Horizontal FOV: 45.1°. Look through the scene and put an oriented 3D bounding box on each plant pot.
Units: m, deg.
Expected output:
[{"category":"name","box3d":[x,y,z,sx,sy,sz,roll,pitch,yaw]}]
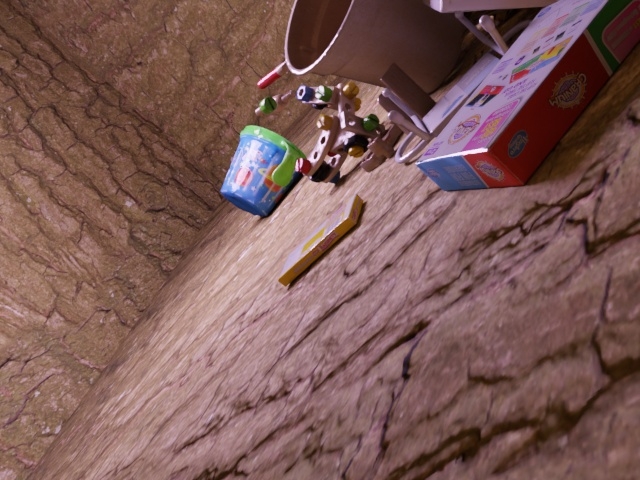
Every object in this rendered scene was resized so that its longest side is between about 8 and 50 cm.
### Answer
[{"category":"plant pot","box3d":[0.133,-0.469,1.691,0.334,0.305,0.334,-39,42,47]}]

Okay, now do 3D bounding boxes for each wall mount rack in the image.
[{"category":"wall mount rack","box3d":[0.223,-0.284,1.356,0.350,0.130,0.304,-46,15,15]}]

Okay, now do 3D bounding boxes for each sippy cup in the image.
[{"category":"sippy cup","box3d":[-0.190,-0.204,2.418,0.224,0.240,0.305,-61,-8,-13]}]

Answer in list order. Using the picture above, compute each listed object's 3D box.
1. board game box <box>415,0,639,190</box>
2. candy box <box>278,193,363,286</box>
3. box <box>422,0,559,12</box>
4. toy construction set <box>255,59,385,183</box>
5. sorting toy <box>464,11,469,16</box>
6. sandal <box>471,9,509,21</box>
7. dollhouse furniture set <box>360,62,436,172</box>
[{"category":"board game box","box3d":[0.286,-0.207,1.034,0.316,0.064,0.242,-50,12,-7]},{"category":"candy box","box3d":[0.000,0.000,1.501,0.206,0.027,0.105,-42,11,27]},{"category":"box","box3d":[0.315,-0.455,1.402,0.232,0.058,0.322,-2,21,2]},{"category":"toy construction set","box3d":[0.021,-0.303,1.790,0.237,0.309,0.257,-23,35,54]},{"category":"sorting toy","box3d":[0.260,-0.563,2.000,0.257,0.089,0.255,-44,-8,22]},{"category":"sandal","box3d":[0.392,-0.497,1.638,0.180,0.049,0.072,-4,49,53]},{"category":"dollhouse furniture set","box3d":[0.126,-0.255,1.620,0.144,0.123,0.151,-55,13,-30]}]
